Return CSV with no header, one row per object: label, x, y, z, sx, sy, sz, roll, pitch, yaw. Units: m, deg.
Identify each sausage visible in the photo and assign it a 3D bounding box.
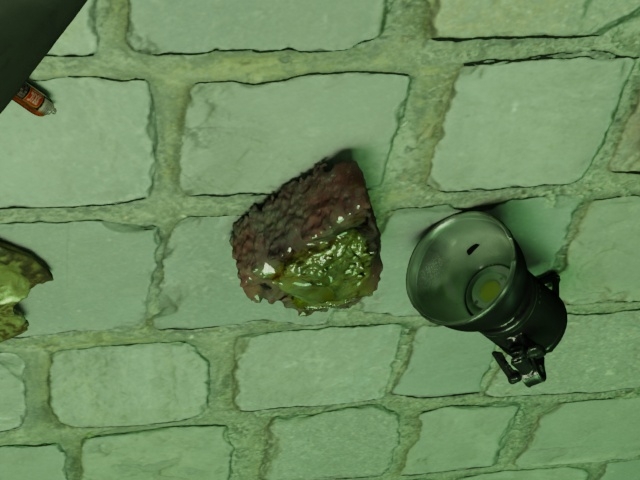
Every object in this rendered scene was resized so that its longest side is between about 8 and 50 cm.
sausage,-0.321,-0.169,1.690,0.028,0.025,0.198,-49,141,3

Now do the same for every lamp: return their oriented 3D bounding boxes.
lamp,0.224,0.082,2.100,0.147,0.172,0.227,-26,143,23

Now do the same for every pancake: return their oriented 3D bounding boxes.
pancake,-0.427,0.064,2.034,0.212,0.029,0.235,11,143,-29

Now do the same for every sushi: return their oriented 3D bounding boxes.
sushi,0.013,0.005,1.986,0.161,0.107,0.241,17,140,-41

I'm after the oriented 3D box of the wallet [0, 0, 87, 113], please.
wallet,-0.296,-0.235,1.542,0.197,0.051,0.377,17,132,-37
